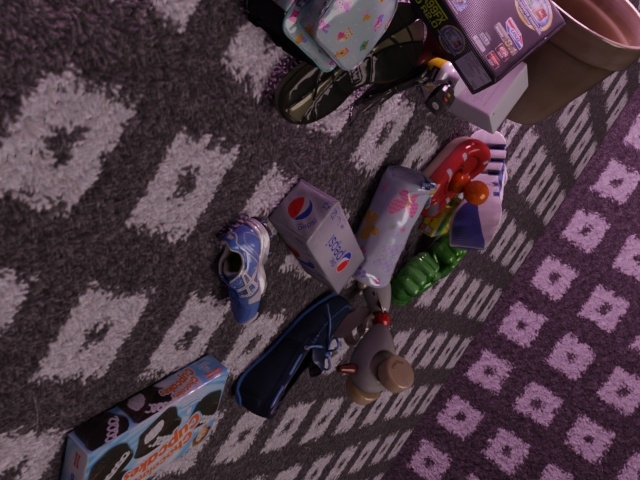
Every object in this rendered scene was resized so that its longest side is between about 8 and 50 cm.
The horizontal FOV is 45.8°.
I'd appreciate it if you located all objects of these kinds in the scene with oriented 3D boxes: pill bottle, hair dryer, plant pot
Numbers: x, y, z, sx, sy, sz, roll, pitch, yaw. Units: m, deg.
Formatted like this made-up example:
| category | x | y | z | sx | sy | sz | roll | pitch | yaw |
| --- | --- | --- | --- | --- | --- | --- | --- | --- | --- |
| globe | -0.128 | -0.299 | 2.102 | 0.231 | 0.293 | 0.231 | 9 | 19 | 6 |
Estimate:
| category | x | y | z | sx | sy | sz | roll | pitch | yaw |
| --- | --- | --- | --- | --- | --- | --- | --- | --- | --- |
| pill bottle | 0.214 | -0.313 | 1.410 | 0.065 | 0.116 | 0.065 | -43 | 153 | -28 |
| hair dryer | 0.166 | -0.321 | 1.297 | 0.080 | 0.224 | 0.293 | 55 | 53 | -35 |
| plant pot | 0.478 | -0.411 | 1.615 | 0.323 | 0.323 | 0.280 | -30 | 163 | -45 |

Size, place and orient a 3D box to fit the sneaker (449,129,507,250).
| category | x | y | z | sx | sy | sz | roll | pitch | yaw |
| --- | --- | --- | --- | --- | --- | --- | --- | --- | --- |
| sneaker | 0.437 | -0.125 | 2.007 | 0.182 | 0.128 | 0.315 | 9 | 92 | -70 |

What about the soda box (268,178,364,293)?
| category | x | y | z | sx | sy | sz | roll | pitch | yaw |
| --- | --- | --- | --- | --- | --- | --- | --- | --- | --- |
| soda box | 0.000 | 0.000 | 1.440 | 0.098 | 0.091 | 0.286 | -53 | 157 | -10 |

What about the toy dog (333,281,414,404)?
| category | x | y | z | sx | sy | sz | roll | pitch | yaw |
| --- | --- | --- | --- | --- | --- | --- | --- | --- | --- |
| toy dog | 0.098 | 0.225 | 1.778 | 0.161 | 0.333 | 0.220 | 24 | 118 | -30 |

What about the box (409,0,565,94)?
| category | x | y | z | sx | sy | sz | roll | pitch | yaw |
| --- | --- | --- | --- | --- | --- | --- | --- | --- | --- |
| box | 0.245 | -0.398 | 1.199 | 0.216 | 0.270 | 0.060 | -40 | -171 | -30 |

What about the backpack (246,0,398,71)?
| category | x | y | z | sx | sy | sz | roll | pitch | yaw |
| --- | --- | --- | --- | --- | --- | --- | --- | --- | --- |
| backpack | 0.018 | -0.329 | 0.990 | 0.188 | 0.144 | 0.166 | -60 | 151 | 2 |

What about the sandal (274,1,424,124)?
| category | x | y | z | sx | sy | sz | roll | pitch | yaw |
| --- | --- | --- | --- | --- | --- | --- | --- | --- | --- |
| sandal | 0.043 | -0.286 | 1.169 | 0.303 | 0.086 | 0.120 | -32 | 134 | -23 |

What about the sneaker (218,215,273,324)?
| category | x | y | z | sx | sy | sz | roll | pitch | yaw |
| --- | --- | --- | --- | --- | --- | --- | --- | --- | --- |
| sneaker | -0.138 | 0.059 | 1.287 | 0.081 | 0.080 | 0.211 | -25 | 133 | -39 |

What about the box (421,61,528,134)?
| category | x | y | z | sx | sy | sz | roll | pitch | yaw |
| --- | --- | --- | --- | --- | --- | --- | --- | --- | --- |
| box | 0.306 | -0.316 | 1.514 | 0.130 | 0.171 | 0.091 | -53 | 156 | -4 |

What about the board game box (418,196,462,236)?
| category | x | y | z | sx | sy | sz | roll | pitch | yaw |
| --- | --- | --- | --- | --- | --- | --- | --- | --- | --- |
| board game box | 0.339 | -0.065 | 2.062 | 0.181 | 0.043 | 0.092 | -9 | 129 | -59 |

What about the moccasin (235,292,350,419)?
| category | x | y | z | sx | sy | sz | roll | pitch | yaw |
| --- | --- | --- | --- | --- | --- | --- | --- | --- | --- |
| moccasin | -0.037 | 0.263 | 1.676 | 0.342 | 0.117 | 0.137 | -45 | 154 | -24 |

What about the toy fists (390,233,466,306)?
| category | x | y | z | sx | sy | sz | roll | pitch | yaw |
| --- | --- | --- | --- | --- | --- | --- | --- | --- | --- |
| toy fists | 0.295 | 0.075 | 2.054 | 0.279 | 0.096 | 0.142 | -31 | 158 | -37 |

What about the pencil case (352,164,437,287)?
| category | x | y | z | sx | sy | sz | roll | pitch | yaw |
| --- | --- | --- | --- | --- | --- | --- | --- | --- | --- |
| pencil case | 0.149 | -0.030 | 1.655 | 0.124 | 0.113 | 0.273 | 7 | 118 | -39 |

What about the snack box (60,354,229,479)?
| category | x | y | z | sx | sy | sz | roll | pitch | yaw |
| --- | --- | --- | --- | --- | --- | --- | --- | --- | --- |
| snack box | -0.307 | 0.345 | 1.340 | 0.322 | 0.060 | 0.187 | -26 | 143 | -49 |

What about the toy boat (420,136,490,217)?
| category | x | y | z | sx | sy | sz | roll | pitch | yaw |
| --- | --- | --- | --- | --- | --- | --- | --- | --- | --- |
| toy boat | 0.340 | -0.139 | 1.832 | 0.231 | 0.151 | 0.151 | -47 | 155 | -19 |
